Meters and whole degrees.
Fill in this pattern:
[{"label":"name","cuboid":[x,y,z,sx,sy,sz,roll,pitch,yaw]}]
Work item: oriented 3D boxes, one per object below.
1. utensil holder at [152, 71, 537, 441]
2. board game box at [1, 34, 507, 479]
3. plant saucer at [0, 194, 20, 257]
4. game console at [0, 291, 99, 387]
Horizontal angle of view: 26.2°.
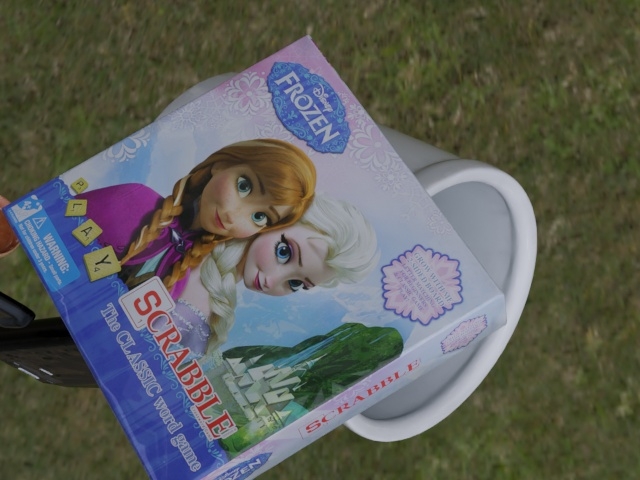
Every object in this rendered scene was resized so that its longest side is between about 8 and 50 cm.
[{"label":"utensil holder","cuboid":[0.000,0.000,1.603,0.385,0.328,0.327,29,133,38]},{"label":"board game box","cuboid":[-0.062,0.020,1.170,0.318,0.318,0.066,-31,153,-8]},{"label":"plant saucer","cuboid":[-0.352,-0.017,1.441,0.083,0.083,0.013,30,135,-16]},{"label":"game console","cuboid":[-0.335,0.077,1.492,0.213,0.044,0.361,-8,148,40]}]
